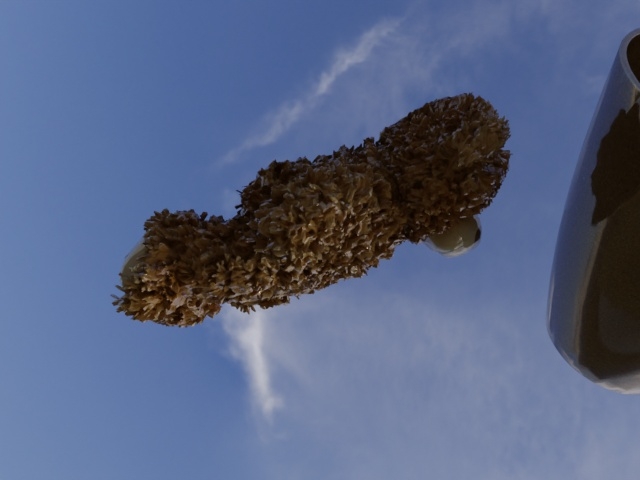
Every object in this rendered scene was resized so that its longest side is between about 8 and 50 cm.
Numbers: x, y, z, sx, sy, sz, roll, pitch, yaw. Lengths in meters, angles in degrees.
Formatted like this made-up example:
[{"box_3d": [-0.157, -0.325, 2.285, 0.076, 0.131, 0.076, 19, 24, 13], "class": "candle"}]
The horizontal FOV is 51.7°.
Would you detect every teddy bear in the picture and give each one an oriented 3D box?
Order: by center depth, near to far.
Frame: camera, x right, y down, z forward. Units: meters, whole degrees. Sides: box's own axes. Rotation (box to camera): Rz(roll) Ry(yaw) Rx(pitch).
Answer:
[{"box_3d": [0.000, 0.000, 0.539, 0.245, 0.337, 0.113, 110, -40, -66], "class": "teddy bear"}]

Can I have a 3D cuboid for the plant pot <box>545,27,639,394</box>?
[{"box_3d": [0.290, 0.002, 0.524, 0.237, 0.237, 0.254, 32, -44, 17], "class": "plant pot"}]
